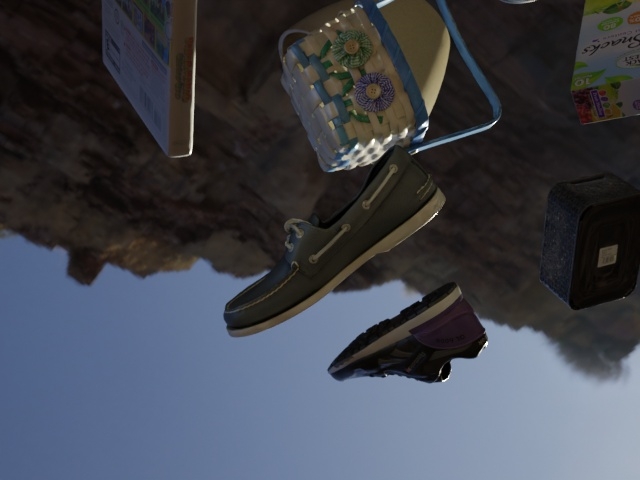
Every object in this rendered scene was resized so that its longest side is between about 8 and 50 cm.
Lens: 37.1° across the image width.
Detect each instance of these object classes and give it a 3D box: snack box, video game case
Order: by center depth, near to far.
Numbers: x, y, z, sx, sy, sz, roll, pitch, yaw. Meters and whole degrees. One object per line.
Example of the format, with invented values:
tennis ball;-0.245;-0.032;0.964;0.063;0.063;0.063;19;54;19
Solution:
snack box;0.250;-0.151;0.727;0.037;0.100;0.141;59;-144;-34
video game case;-0.154;-0.213;0.833;0.026;0.206;0.227;-8;-146;-24

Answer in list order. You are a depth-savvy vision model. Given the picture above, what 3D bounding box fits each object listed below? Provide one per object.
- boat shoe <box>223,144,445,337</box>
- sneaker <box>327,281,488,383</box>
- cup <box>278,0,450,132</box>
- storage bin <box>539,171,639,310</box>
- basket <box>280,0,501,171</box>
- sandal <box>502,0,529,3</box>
boat shoe;0.000;0.000;1.182;0.099;0.319;0.116;56;180;-16
sneaker;0.131;0.182;1.469;0.124;0.283;0.107;54;-141;-3
cup;0.117;-0.355;1.872;0.331;0.331;0.237;45;-106;-1
storage bin;0.407;0.001;1.424;0.122;0.180;0.084;-12;-149;-18
basket;0.105;-0.240;1.449;0.289;0.201;0.255;-25;-100;-18
sandal;0.330;-0.435;1.479;0.167;0.107;0.445;37;-142;14
